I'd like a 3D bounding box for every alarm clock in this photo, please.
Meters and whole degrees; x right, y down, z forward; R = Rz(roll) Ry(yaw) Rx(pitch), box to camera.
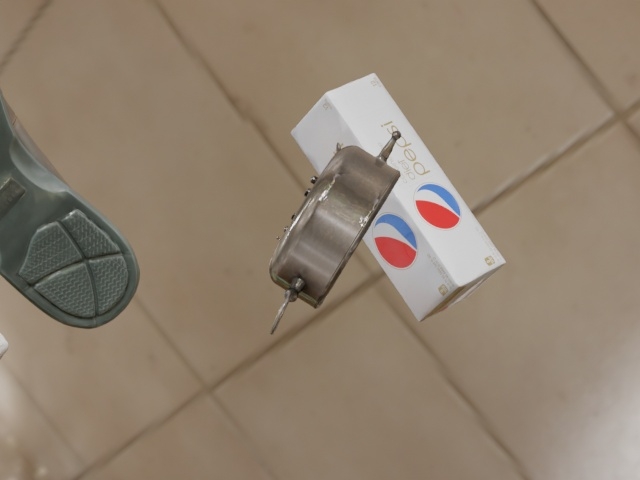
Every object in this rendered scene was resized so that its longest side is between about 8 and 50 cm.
[{"bbox_3d":[0.000,0.000,1.522,0.064,0.192,0.129,29,144,-1],"label":"alarm clock"}]

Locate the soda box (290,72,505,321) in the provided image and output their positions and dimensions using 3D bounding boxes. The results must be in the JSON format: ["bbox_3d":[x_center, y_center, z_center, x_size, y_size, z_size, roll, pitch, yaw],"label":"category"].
[{"bbox_3d":[0.069,-0.039,1.731,0.216,0.069,0.074,56,139,10],"label":"soda box"}]

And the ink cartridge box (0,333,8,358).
[{"bbox_3d":[-0.269,0.134,0.921,0.045,0.206,0.208,46,129,10],"label":"ink cartridge box"}]

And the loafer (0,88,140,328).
[{"bbox_3d":[-0.223,-0.051,1.209,0.267,0.096,0.084,51,172,-22],"label":"loafer"}]
